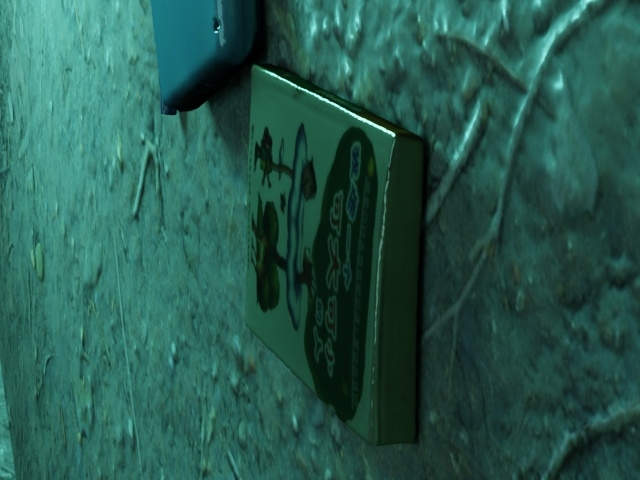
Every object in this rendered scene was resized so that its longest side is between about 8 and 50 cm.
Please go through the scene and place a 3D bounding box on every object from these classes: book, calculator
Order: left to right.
[{"bbox_3d":[-0.120,-0.235,1.864,0.293,0.051,0.173,153,112,-68],"label":"calculator"},{"bbox_3d":[0.000,0.000,1.592,0.371,0.043,0.260,-146,55,-66],"label":"book"}]

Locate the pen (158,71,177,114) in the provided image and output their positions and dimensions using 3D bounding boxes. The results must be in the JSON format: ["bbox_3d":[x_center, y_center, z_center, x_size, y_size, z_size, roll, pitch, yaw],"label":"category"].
[{"bbox_3d":[-0.171,-0.241,2.049,0.025,0.025,0.204,-146,53,-66],"label":"pen"}]
